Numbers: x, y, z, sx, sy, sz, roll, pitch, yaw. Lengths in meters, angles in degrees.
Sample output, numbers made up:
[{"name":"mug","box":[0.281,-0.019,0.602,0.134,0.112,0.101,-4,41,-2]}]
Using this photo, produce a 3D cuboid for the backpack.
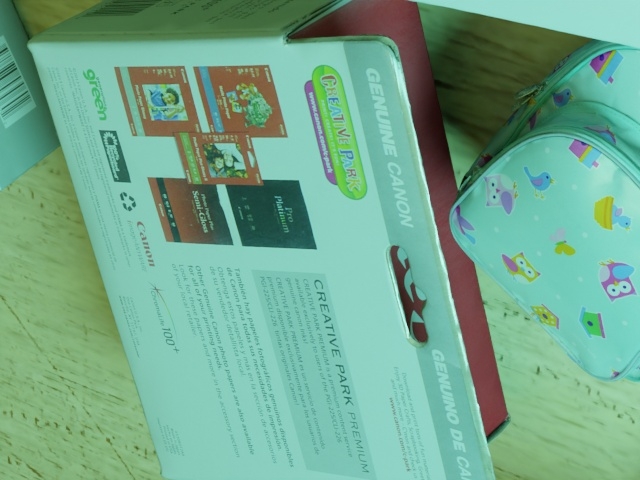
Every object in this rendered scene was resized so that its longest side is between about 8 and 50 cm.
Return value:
[{"name":"backpack","box":[0.174,-0.029,0.983,0.166,0.144,0.188,46,128,9]}]

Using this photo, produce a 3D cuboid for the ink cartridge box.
[{"name":"ink cartridge box","box":[0.000,0.000,1.100,0.272,0.130,0.309,5,119,38]}]

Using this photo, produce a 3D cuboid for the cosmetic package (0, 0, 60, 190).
[{"name":"cosmetic package","box":[-0.306,-0.088,1.280,0.238,0.107,0.127,-12,111,33]}]

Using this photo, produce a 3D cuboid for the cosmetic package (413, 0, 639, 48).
[{"name":"cosmetic package","box":[0.165,-0.219,0.882,0.225,0.138,0.224,16,123,23]}]
